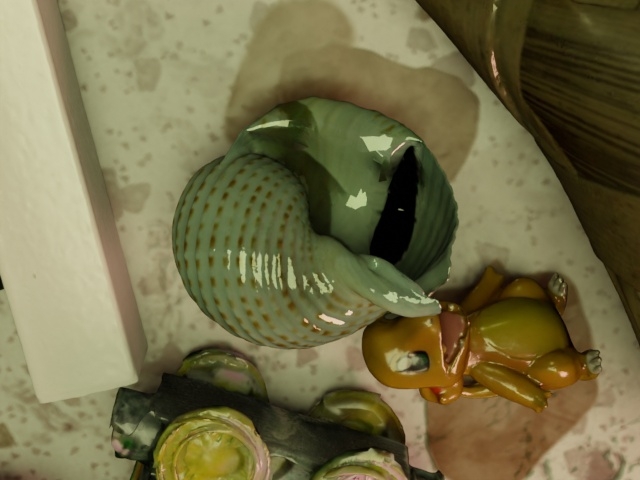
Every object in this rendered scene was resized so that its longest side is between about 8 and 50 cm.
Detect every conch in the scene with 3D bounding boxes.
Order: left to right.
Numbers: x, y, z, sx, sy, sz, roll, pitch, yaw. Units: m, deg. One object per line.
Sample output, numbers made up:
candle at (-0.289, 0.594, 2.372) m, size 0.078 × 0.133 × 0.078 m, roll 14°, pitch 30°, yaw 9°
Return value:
conch at (-0.003, 0.004, 0.802) m, size 0.200 × 0.131 × 0.172 m, roll 31°, pitch 62°, yaw 9°

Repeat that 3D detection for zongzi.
zongzi at (0.230, 0.030, 0.828) m, size 0.467 × 0.218 × 0.499 m, roll 12°, pitch 114°, yaw 16°

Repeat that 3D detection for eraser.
eraser at (-0.197, -0.039, 0.813) m, size 0.076 × 0.078 × 0.298 m, roll -11°, pitch 106°, yaw 0°

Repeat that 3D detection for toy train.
toy train at (-0.040, 0.194, 0.857) m, size 0.261 × 0.134 × 0.177 m, roll 18°, pitch 104°, yaw -7°

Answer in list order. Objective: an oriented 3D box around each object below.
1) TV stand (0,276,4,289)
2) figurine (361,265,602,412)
TV stand at (-0.295, -0.075, 0.813) m, size 0.040 × 0.049 × 0.256 m, roll -25°, pitch 106°, yaw 5°
figurine at (0.103, 0.085, 0.845) m, size 0.176 × 0.121 × 0.122 m, roll 5°, pitch 144°, yaw -30°
